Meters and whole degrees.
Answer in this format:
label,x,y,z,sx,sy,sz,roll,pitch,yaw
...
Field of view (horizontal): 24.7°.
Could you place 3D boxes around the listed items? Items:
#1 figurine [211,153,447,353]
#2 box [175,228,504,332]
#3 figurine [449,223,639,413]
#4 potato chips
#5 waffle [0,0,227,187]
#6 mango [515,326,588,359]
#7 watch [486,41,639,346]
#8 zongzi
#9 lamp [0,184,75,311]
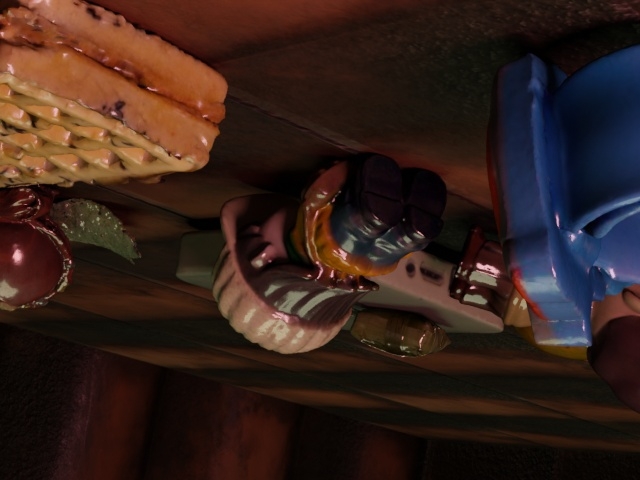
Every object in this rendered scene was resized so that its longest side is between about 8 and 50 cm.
label,x,y,z,sx,sy,sz,roll,pitch,yaw
figurine,0.000,0.025,1.706,0.185,0.204,0.332,19,164,-28
box,0.034,0.055,2.083,0.373,0.090,0.367,-4,162,45
figurine,0.353,0.073,1.803,0.365,0.206,0.218,30,142,13
potato chips,-0.345,-0.009,2.150,0.167,0.059,0.228,20,165,-12
waffle,-0.309,-0.140,1.426,0.376,0.114,0.261,-1,164,43
mango,0.337,0.106,2.020,0.138,0.113,0.253,10,175,-21
watch,0.300,-0.037,1.211,0.274,0.241,0.305,-12,159,26
zongzi,0.097,0.126,2.040,0.154,0.062,0.130,11,180,21
lamp,-0.450,-0.002,2.047,0.215,0.223,0.151,1,-164,-5
